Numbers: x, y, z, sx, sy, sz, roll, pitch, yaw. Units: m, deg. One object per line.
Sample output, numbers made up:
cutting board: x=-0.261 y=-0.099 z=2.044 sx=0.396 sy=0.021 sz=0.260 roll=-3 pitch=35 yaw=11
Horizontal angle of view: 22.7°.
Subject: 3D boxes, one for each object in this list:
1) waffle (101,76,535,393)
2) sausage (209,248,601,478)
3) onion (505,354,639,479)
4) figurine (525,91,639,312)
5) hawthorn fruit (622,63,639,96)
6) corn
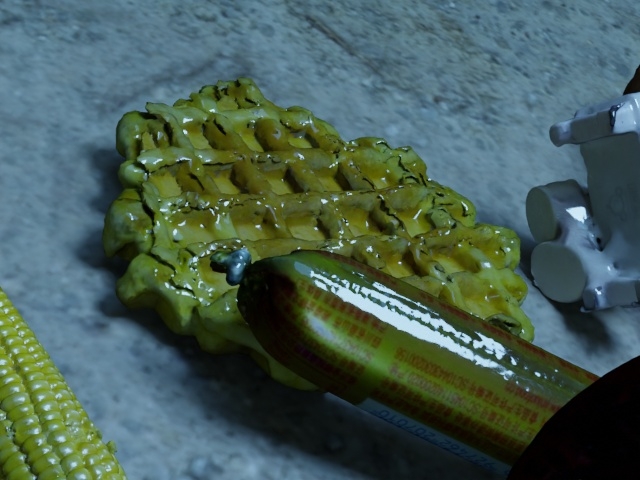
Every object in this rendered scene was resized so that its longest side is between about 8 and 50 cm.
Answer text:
waffle: x=-0.001 y=0.002 z=0.945 sx=0.291 sy=0.051 sz=0.291 roll=18 pitch=36 yaw=-14
sausage: x=0.107 y=0.093 z=0.829 sx=0.371 sy=0.082 sz=0.082 roll=26 pitch=33 yaw=-10
onion: x=0.166 y=0.148 z=0.658 sx=0.285 sy=0.273 sz=0.273 roll=34 pitch=23 yaw=-37
figurine: x=0.272 y=-0.033 z=1.039 sx=0.256 sy=0.144 sz=0.182 roll=-10 pitch=69 yaw=-24
hawthorn fruit: x=0.288 y=-0.101 z=1.190 sx=0.149 sy=0.149 sz=0.189 roll=11 pitch=36 yaw=-20
corn: x=-0.157 y=0.066 z=0.744 sx=0.067 sy=0.067 sz=0.206 roll=-13 pitch=49 yaw=-43
